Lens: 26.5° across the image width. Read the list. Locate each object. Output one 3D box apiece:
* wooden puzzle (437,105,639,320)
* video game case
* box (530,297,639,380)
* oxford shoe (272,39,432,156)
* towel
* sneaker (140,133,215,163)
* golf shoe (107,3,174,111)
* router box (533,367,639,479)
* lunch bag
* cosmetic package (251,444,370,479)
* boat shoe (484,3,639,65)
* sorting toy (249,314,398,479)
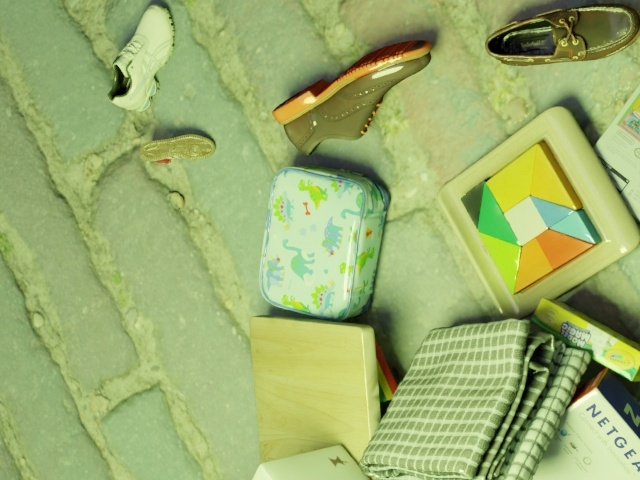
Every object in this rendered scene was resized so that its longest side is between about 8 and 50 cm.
[{"bbox_3d":[0.288,-0.032,1.851,0.239,0.044,0.221,-36,75,36],"label":"wooden puzzle"},{"bbox_3d":[0.469,-0.103,1.761,0.212,0.023,0.193,43,114,22],"label":"video game case"},{"bbox_3d":[0.373,0.136,1.790,0.179,0.105,0.043,28,97,26],"label":"box"},{"bbox_3d":[0.060,-0.207,1.973,0.271,0.097,0.098,-24,102,35],"label":"oxford shoe"},{"bbox_3d":[0.189,0.223,1.787,0.121,0.235,0.284,39,156,-18],"label":"towel"},{"bbox_3d":[-0.225,-0.145,2.173,0.118,0.067,0.042,-3,91,1],"label":"sneaker"},{"bbox_3d":[-0.288,-0.291,2.168,0.069,0.086,0.176,22,104,30],"label":"golf shoe"},{"bbox_3d":[0.363,0.385,1.792,0.301,0.082,0.335,-42,86,27],"label":"router box"},{"bbox_3d":[0.000,0.000,2.015,0.176,0.090,0.219,13,101,29],"label":"lunch bag"},{"bbox_3d":[-0.047,0.533,1.906,0.230,0.161,0.453,47,125,34],"label":"cosmetic package"},{"bbox_3d":[0.320,-0.270,1.808,0.207,0.073,0.073,-10,88,30],"label":"boat shoe"},{"bbox_3d":[0.017,0.238,1.996,0.257,0.089,0.255,2,99,50],"label":"sorting toy"}]
